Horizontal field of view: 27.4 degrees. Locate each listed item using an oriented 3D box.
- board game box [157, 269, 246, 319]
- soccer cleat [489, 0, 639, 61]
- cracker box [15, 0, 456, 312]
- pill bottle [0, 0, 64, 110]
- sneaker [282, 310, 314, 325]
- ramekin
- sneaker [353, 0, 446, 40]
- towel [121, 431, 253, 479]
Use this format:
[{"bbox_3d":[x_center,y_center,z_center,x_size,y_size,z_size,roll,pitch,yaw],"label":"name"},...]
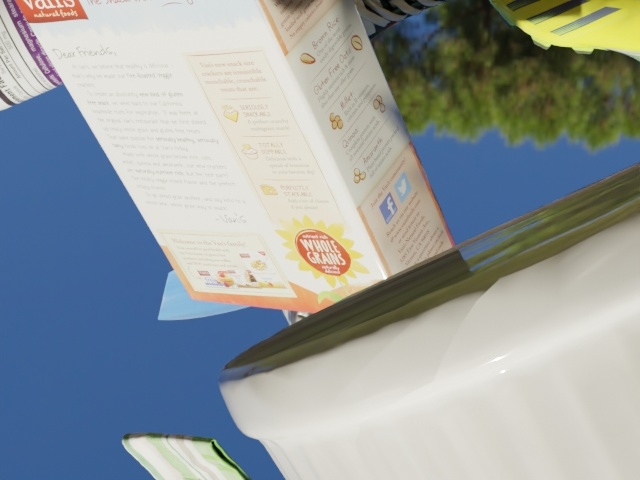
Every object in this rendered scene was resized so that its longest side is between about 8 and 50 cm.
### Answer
[{"bbox_3d":[-0.047,0.008,0.889,0.133,0.169,0.033,-14,-105,-15],"label":"board game box"},{"bbox_3d":[0.303,-0.234,1.306,0.289,0.121,0.093,26,-125,21],"label":"soccer cleat"},{"bbox_3d":[-0.042,-0.066,0.679,0.155,0.232,0.067,5,-135,37],"label":"cracker box"},{"bbox_3d":[-0.296,-0.252,1.376,0.323,0.181,0.181,-22,-126,3],"label":"pill bottle"},{"bbox_3d":[0.000,0.000,1.431,0.090,0.232,0.115,14,-173,-29],"label":"sneaker"},{"bbox_3d":[0.109,0.046,0.470,0.273,0.273,0.127,-25,-90,-16],"label":"ramekin"},{"bbox_3d":[0.071,-0.253,1.192,0.302,0.108,0.121,-43,-147,10],"label":"sneaker"},{"bbox_3d":[-0.153,0.266,1.538,0.152,0.113,0.023,-4,-134,41],"label":"towel"}]
